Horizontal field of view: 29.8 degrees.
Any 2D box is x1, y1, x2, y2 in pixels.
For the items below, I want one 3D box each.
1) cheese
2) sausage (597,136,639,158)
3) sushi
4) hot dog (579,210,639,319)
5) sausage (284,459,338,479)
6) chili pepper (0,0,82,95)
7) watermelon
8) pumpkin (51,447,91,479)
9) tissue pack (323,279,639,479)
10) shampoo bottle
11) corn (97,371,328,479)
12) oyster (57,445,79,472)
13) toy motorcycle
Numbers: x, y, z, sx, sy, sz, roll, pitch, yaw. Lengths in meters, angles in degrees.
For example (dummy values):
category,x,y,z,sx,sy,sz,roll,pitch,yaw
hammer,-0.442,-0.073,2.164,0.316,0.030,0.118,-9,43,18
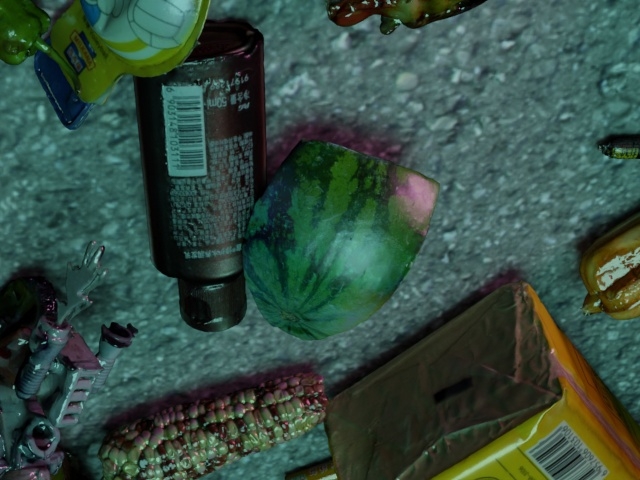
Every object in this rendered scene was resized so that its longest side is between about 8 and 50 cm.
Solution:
category,x,y,z,sx,sy,sz,roll,pitch,yaw
cheese,-0.171,-0.205,1.039,0.069,0.177,0.270,-12,155,-47
sausage,0.392,-0.098,1.294,0.198,0.025,0.028,1,123,-11
sushi,0.105,-0.258,1.082,0.226,0.103,0.097,-23,153,3
hot dog,0.390,0.005,1.333,0.249,0.102,0.076,-35,167,11
sausage,0.008,0.291,1.499,0.107,0.031,0.031,-20,127,5
chili pepper,-0.289,-0.203,1.053,0.204,0.073,0.072,44,132,-19
watermelon,-0.004,0.002,1.204,0.146,0.128,0.231,25,102,-34
pumpkin,-0.288,0.349,1.405,0.126,0.131,0.248,9,142,-29
tissue pack,0.232,0.280,1.412,0.293,0.228,0.382,-35,123,13
shampoo bottle,-0.113,-0.055,1.192,0.129,0.084,0.323,-12,129,-14
corn,-0.123,0.225,1.389,0.280,0.092,0.092,-17,127,-2
oyster,-0.353,0.273,1.417,0.121,0.045,0.146,-37,125,-1
toy motorcycle,-0.296,0.147,1.233,0.134,0.207,0.401,9,125,-52
